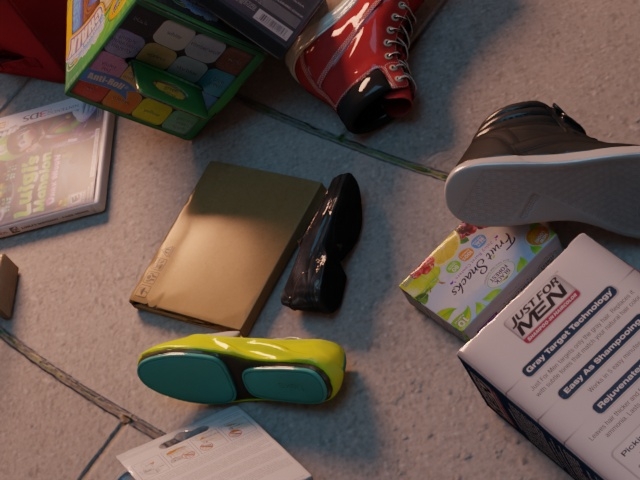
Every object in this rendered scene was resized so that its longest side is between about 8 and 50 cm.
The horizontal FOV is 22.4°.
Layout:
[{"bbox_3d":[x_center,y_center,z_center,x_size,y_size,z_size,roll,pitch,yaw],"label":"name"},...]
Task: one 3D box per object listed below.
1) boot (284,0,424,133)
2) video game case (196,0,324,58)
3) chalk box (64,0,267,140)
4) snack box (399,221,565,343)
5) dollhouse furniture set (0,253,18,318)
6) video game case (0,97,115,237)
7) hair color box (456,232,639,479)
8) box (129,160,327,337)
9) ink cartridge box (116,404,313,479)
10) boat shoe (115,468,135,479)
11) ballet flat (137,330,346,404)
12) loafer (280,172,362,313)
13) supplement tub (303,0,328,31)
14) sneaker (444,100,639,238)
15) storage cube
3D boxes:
[{"bbox_3d":[0.095,-0.235,1.854,0.244,0.088,0.176,-45,49,2],"label":"boot"},{"bbox_3d":[-0.076,-0.336,1.896,0.026,0.196,0.274,-53,4,38],"label":"video game case"},{"bbox_3d":[-0.184,-0.249,1.903,0.179,0.180,0.289,-43,37,38],"label":"chalk box"},{"bbox_3d":[0.165,0.029,1.648,0.141,0.037,0.100,-45,49,-10],"label":"snack box"},{"bbox_3d":[-0.471,0.025,1.916,0.184,0.129,0.129,-13,51,20],"label":"dollhouse furniture set"},{"bbox_3d":[-0.340,-0.096,2.012,0.173,0.022,0.190,-14,51,18],"label":"video game case"},{"bbox_3d":[0.303,0.159,1.435,0.174,0.105,0.347,-43,49,-8],"label":"hair color box"},{"bbox_3d":[-0.104,0.006,1.815,0.164,0.021,0.201,13,63,34],"label":"box"},{"bbox_3d":[-0.106,0.240,1.604,0.145,0.045,0.179,-22,26,-20],"label":"ink cartridge box"},{"bbox_3d":[-0.183,0.311,1.587,0.079,0.081,0.227,-19,50,13],"label":"boat shoe"},{"bbox_3d":[-0.078,0.129,1.686,0.231,0.077,0.077,1,36,25],"label":"ballet flat"},{"bbox_3d":[0.000,0.000,1.742,0.061,0.062,0.170,-3,54,31],"label":"loafer"},{"bbox_3d":[-0.045,-0.296,1.978,0.071,0.071,0.107,-39,48,-4],"label":"supplement tub"},{"bbox_3d":[0.279,-0.082,1.630,0.296,0.104,0.147,2,34,11],"label":"sneaker"},{"bbox_3d":[-0.390,-0.344,2.109,0.184,0.193,0.215,12,61,33],"label":"storage cube"}]
